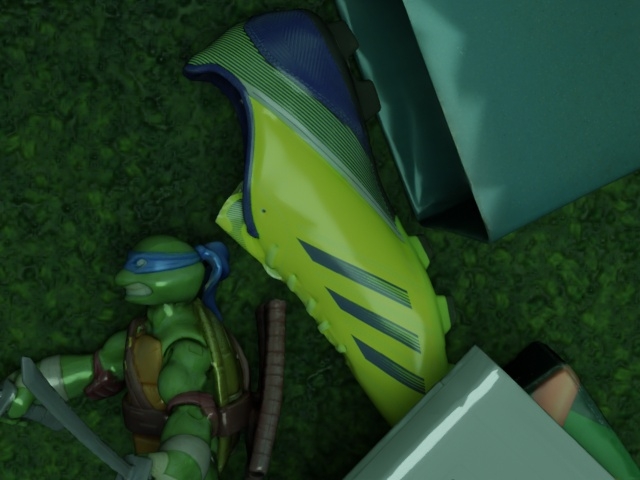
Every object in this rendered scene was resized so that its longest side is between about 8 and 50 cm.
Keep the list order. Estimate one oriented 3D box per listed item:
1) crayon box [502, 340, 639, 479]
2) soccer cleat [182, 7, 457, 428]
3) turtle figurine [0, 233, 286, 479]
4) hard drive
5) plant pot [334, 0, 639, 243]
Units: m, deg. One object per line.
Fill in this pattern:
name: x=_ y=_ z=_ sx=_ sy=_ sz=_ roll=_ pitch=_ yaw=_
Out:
crayon box: x=0.160 y=0.254 z=1.108 sx=0.202 sy=0.081 sz=0.318 roll=-36 pitch=99 yaw=0
soccer cleat: x=-0.001 y=0.000 z=1.052 sx=0.121 sy=0.093 sz=0.289 roll=-21 pitch=92 yaw=-16
turtle figurine: x=-0.134 y=0.145 z=1.019 sx=0.198 sy=0.274 sz=0.266 roll=-5 pitch=104 yaw=31
hard drive: x=0.047 y=0.231 z=0.997 sx=0.307 sy=0.040 sz=0.203 roll=-46 pitch=123 yaw=2
plant pot: x=0.155 y=-0.124 z=1.024 sx=0.234 sy=0.165 sz=0.166 roll=-23 pitch=98 yaw=-9
